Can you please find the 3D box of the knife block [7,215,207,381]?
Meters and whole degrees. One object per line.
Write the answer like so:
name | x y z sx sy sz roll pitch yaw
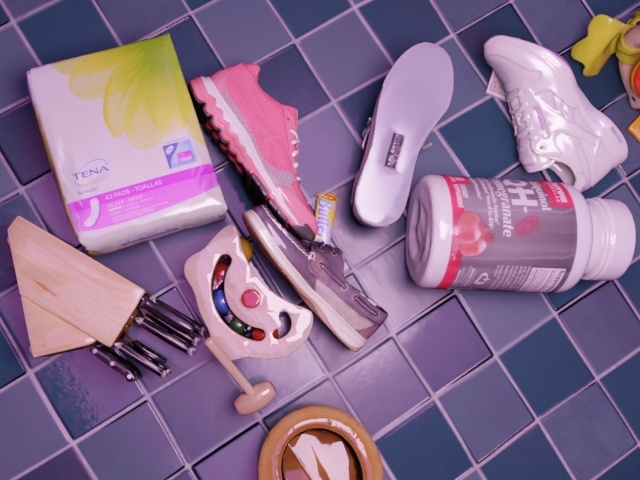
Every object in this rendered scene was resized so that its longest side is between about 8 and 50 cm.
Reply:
knife block | -0.307 0.080 1.010 0.242 0.088 0.275 -13 84 -10

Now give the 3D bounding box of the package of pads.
package of pads | -0.295 -0.142 1.037 0.229 0.101 0.296 -17 84 -11

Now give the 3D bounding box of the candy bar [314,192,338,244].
candy bar | 0.000 0.000 1.097 0.040 0.018 0.161 10 82 -6

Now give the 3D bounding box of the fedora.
fedora | -0.001 0.345 1.017 0.195 0.079 0.194 1 76 -4

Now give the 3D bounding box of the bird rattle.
bird rattle | 0.553 -0.298 1.110 0.143 0.253 0.206 -30 111 -10

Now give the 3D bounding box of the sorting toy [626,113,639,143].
sorting toy | 0.689 -0.105 1.188 0.348 0.047 0.196 33 79 -2

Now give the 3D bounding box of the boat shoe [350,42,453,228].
boat shoe | 0.123 -0.163 1.094 0.113 0.105 0.306 15 87 -9

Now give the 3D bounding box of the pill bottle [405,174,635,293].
pill bottle | 0.305 -0.007 1.058 0.319 0.176 0.176 3 82 -7

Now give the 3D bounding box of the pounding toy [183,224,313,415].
pounding toy | -0.096 0.105 0.999 0.154 0.155 0.269 -22 85 -6

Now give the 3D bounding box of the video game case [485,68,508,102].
video game case | 0.356 -0.274 1.186 0.122 0.011 0.087 20 80 -5

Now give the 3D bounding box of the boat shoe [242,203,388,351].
boat shoe | -0.003 0.045 1.015 0.092 0.103 0.285 -41 110 -5

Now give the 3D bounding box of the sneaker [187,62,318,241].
sneaker | -0.075 -0.146 1.059 0.136 0.116 0.313 -33 88 -13

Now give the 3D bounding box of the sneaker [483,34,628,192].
sneaker | 0.364 -0.204 1.118 0.152 0.114 0.305 -44 94 -2
